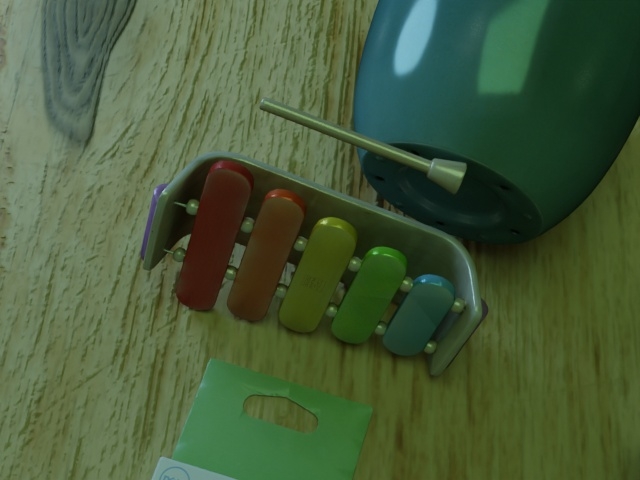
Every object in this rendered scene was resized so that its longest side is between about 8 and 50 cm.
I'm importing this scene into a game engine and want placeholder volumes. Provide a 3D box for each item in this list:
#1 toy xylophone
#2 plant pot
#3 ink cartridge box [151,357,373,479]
[{"bbox_3d":[0.000,0.000,0.926,0.322,0.236,0.081,15,49,3],"label":"toy xylophone"},{"bbox_3d":[0.164,-0.139,0.985,0.293,0.293,0.235,22,71,8],"label":"plant pot"},{"bbox_3d":[-0.061,0.222,0.898,0.171,0.056,0.235,16,64,5],"label":"ink cartridge box"}]
